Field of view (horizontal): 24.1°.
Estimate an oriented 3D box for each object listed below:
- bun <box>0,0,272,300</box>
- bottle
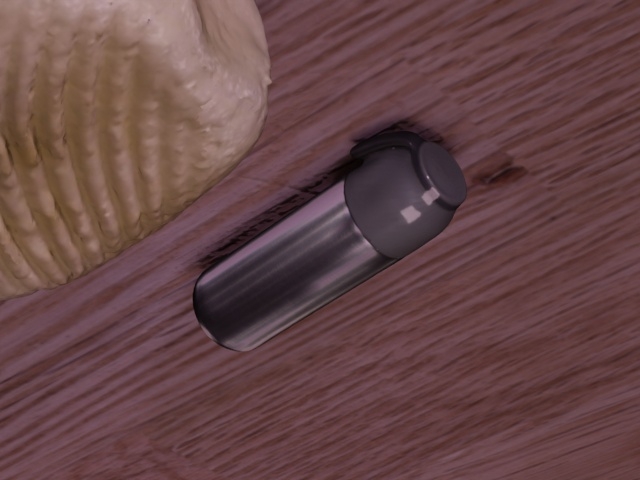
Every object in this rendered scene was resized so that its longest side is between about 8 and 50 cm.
[{"bbox_3d":[-0.209,-0.127,0.883,0.352,0.227,0.349,-8,146,-12],"label":"bun"},{"bbox_3d":[0.000,0.000,1.193,0.253,0.079,0.096,-32,95,33],"label":"bottle"}]
